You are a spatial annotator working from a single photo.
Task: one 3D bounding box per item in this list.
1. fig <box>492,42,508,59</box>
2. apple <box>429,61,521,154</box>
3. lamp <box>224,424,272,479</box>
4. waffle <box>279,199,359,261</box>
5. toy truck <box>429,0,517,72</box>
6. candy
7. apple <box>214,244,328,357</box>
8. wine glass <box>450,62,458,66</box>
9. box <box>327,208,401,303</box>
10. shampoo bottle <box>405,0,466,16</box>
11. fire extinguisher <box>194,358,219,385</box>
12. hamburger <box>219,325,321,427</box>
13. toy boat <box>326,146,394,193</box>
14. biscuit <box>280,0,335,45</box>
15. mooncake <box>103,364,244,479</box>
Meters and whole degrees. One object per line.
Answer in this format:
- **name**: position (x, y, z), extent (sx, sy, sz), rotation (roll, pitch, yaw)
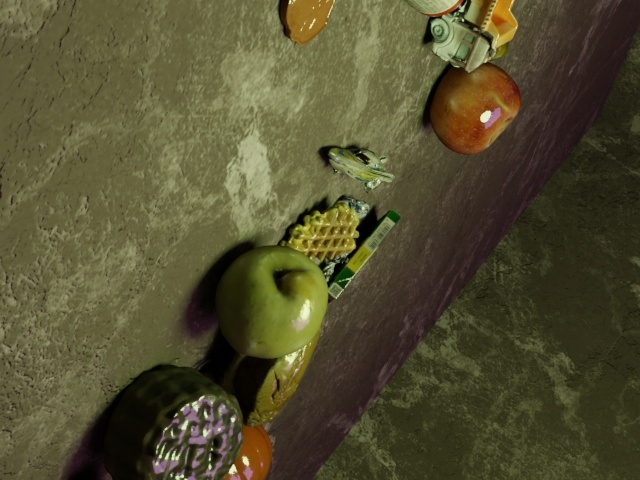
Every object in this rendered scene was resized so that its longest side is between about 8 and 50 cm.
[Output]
- **fig**: position (0.342, -0.403, 1.720), extent (0.098, 0.082, 0.084), rotation (-42, -162, 9)
- **apple**: position (0.319, -0.283, 1.735), extent (0.201, 0.162, 0.201), rotation (-45, 169, -11)
- **lamp**: position (-0.200, 0.430, 1.602), extent (0.223, 0.196, 0.223), rotation (-23, -177, 1)
- **waffle**: position (0.000, 0.000, 1.559), extent (0.192, 0.046, 0.160), rotation (-34, 148, -26)
- **toy truck**: position (0.294, -0.434, 1.446), extent (0.114, 0.135, 0.270), rotation (-35, 152, -47)
- **candy**: position (0.036, 0.001, 1.692), extent (0.094, 0.051, 0.226), rotation (-23, 143, -39)
- **apple**: position (-0.084, 0.102, 1.363), extent (0.200, 0.200, 0.200), rotation (-47, 159, -24)
- **wine glass**: position (0.294, -0.412, 1.588), extent (0.072, 0.072, 0.155), rotation (-36, 153, -45)
- **box**: position (0.083, 0.039, 1.822), extent (0.235, 0.034, 0.132), rotation (-50, -179, -15)
- **shampoo bottle**: position (0.160, -0.398, 1.234), extent (0.104, 0.104, 0.278), rotation (-60, 161, 13)
- **fire extinguisher**: position (-0.224, 0.257, 1.496), extent (0.157, 0.045, 0.078), rotation (-10, 119, -63)
- **hamburger**: position (-0.094, 0.221, 1.538), extent (0.309, 0.132, 0.211), rotation (-63, -178, 28)
- **toy boat**: position (0.062, -0.138, 1.487), extent (0.066, 0.084, 0.210), rotation (-48, 157, 17)
- **biscuit**: position (-0.013, -0.312, 1.091), extent (0.102, 0.019, 0.130), rotation (-52, 162, -6)
- **mooncake**: position (-0.232, 0.325, 1.348), extent (0.228, 0.124, 0.228), rotation (-21, 118, -46)
